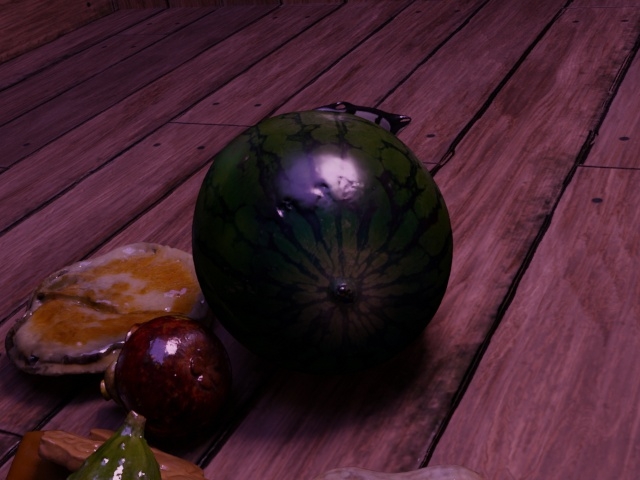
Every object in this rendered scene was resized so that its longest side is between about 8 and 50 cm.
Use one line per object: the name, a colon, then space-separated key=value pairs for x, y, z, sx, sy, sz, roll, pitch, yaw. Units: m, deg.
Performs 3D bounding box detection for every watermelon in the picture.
watermelon: x=0.000 y=0.000 z=1.059 sx=0.363 sy=0.363 sz=0.363 roll=-8 pitch=29 yaw=4

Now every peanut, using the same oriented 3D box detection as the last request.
peanut: x=0.069 y=0.265 z=0.823 sx=0.206 sy=0.087 sz=0.087 roll=-6 pitch=29 yaw=6

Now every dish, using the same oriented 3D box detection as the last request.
dish: x=0.016 y=-0.145 z=1.528 sx=0.302 sy=0.120 sz=0.303 roll=-8 pitch=29 yaw=4

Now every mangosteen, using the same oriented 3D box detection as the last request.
mangosteen: x=-0.191 y=0.177 z=1.038 sx=0.145 sy=0.181 sz=0.156 roll=30 pitch=47 yaw=-15

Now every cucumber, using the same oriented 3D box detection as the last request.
cucumber: x=-0.194 y=0.276 z=0.745 sx=0.134 sy=0.134 sz=0.245 roll=0 pitch=64 yaw=18

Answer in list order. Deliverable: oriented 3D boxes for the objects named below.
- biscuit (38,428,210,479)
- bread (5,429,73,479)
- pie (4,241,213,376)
biscuit: x=-0.202 y=0.251 z=0.914 sx=0.236 sy=0.040 sz=0.144 roll=11 pitch=3 yaw=35
bread: x=-0.316 y=0.298 z=0.925 sx=0.088 sy=0.049 sz=0.226 roll=-9 pitch=28 yaw=3
pie: x=-0.311 y=0.106 z=1.240 sx=0.338 sy=0.077 sz=0.339 roll=-8 pitch=25 yaw=4
